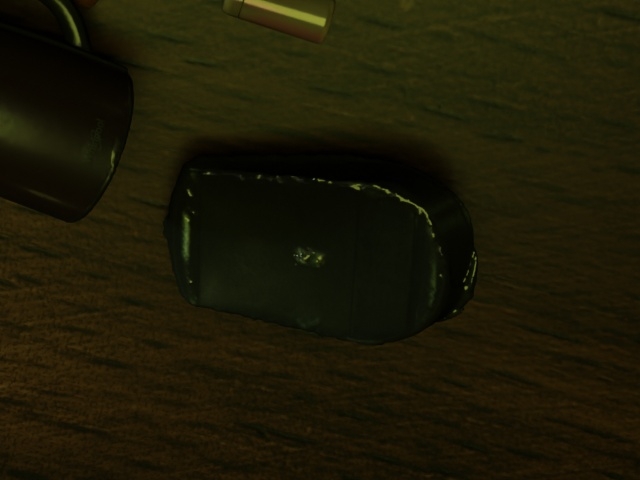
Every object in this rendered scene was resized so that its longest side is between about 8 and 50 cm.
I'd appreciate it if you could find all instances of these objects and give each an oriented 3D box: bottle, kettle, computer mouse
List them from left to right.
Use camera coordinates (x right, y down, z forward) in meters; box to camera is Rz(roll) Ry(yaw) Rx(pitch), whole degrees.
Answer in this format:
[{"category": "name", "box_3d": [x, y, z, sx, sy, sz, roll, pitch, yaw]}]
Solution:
[{"category": "kettle", "box_3d": [-0.284, -0.140, 1.413, 0.232, 0.144, 0.202, 21, 91, -28]}, {"category": "bottle", "box_3d": [-0.038, -0.208, 1.473, 0.096, 0.045, 0.045, 15, 111, -6]}, {"category": "computer mouse", "box_3d": [0.002, -0.002, 1.542, 0.295, 0.087, 0.168, 9, 119, 8]}]

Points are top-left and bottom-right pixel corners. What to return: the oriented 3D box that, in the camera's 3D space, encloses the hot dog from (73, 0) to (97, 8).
[{"category": "hot dog", "box_3d": [-0.212, -0.280, 1.425, 0.078, 0.061, 0.169, -1, 139, 6]}]
